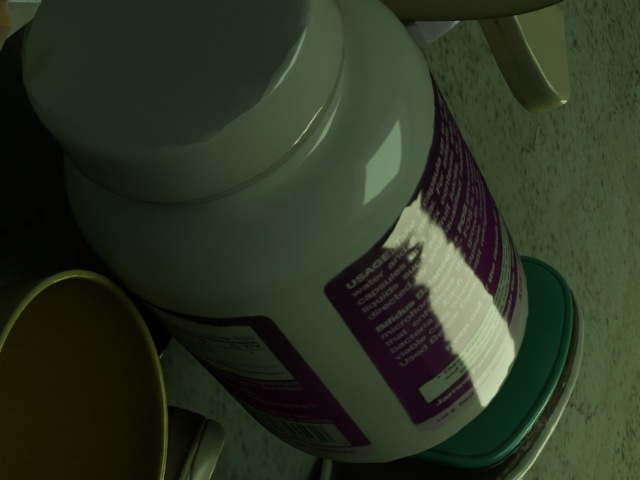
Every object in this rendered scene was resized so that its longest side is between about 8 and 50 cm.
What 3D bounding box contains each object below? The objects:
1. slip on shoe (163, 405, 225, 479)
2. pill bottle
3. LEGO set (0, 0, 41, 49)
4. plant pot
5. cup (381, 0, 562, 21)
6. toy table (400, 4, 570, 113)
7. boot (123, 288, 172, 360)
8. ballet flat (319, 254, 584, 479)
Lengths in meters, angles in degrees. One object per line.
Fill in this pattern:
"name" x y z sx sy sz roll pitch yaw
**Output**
"slip on shoe" -0.090 0.147 0.883 0.041 0.051 0.135 28 65 -15
"pill bottle" -0.015 -0.021 0.793 0.301 0.169 0.169 56 40 -58
"LEGO set" -0.170 -0.209 0.669 0.107 0.132 0.287 18 78 -53
"plant pot" -0.139 0.081 0.724 0.134 0.095 0.134 10 79 -63
"cup" -0.013 -0.248 0.811 0.237 0.331 0.331 -20 107 -40
"toy table" 0.095 -0.224 1.080 0.161 0.252 0.274 25 67 -44
"boot" -0.068 0.045 0.942 0.114 0.037 0.106 53 45 -56
"ballet flat" 0.061 0.175 1.110 0.400 0.139 0.139 -60 139 -41
